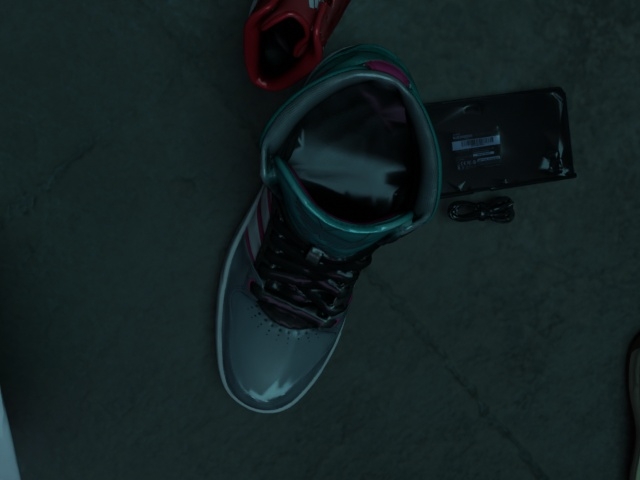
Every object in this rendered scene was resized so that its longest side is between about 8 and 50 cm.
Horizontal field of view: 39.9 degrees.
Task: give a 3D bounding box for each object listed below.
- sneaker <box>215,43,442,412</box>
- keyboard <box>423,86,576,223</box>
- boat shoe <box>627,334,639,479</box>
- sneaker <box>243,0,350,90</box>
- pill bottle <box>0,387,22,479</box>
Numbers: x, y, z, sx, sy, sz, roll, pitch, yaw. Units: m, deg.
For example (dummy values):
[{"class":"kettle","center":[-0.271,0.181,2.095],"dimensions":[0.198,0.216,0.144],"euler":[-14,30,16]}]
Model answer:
[{"class":"sneaker","center":[0.000,0.000,0.616],"dimensions":[0.124,0.178,0.295],"euler":[17,95,-5]},{"class":"keyboard","center":[0.128,-0.064,0.735],"dimensions":[0.180,0.023,0.108],"euler":[-9,96,-13]},{"class":"boat shoe","center":[0.340,0.211,0.805],"dimensions":[0.095,0.095,0.257],"euler":[-18,104,-12]},{"class":"sneaker","center":[0.013,-0.192,0.582],"dimensions":[0.087,0.128,0.221],"euler":[19,122,-10]},{"class":"pill bottle","center":[-0.378,0.128,0.517],"dimensions":[0.363,0.210,0.210],"euler":[-13,103,-21]}]
